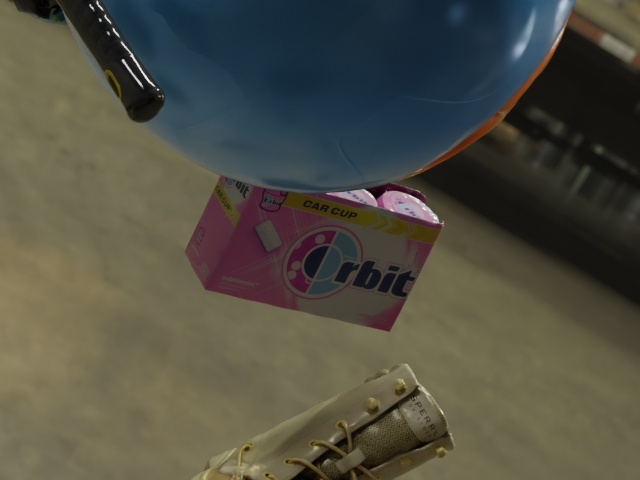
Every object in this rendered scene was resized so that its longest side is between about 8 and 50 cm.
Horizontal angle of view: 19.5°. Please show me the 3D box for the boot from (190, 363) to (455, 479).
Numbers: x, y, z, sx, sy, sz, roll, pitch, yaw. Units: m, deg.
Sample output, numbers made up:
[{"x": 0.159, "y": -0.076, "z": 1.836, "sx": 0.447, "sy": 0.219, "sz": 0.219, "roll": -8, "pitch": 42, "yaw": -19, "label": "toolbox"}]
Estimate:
[{"x": 0.007, "y": 0.184, "z": 1.486, "sx": 0.095, "sy": 0.203, "sz": 0.262, "roll": 63, "pitch": 4, "yaw": -3, "label": "boot"}]

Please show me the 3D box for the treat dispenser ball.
[{"x": -0.001, "y": -0.169, "z": 0.999, "sx": 0.288, "sy": 0.288, "sz": 0.288, "roll": 29, "pitch": 13, "yaw": -8, "label": "treat dispenser ball"}]

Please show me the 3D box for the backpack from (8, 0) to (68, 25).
[{"x": -0.154, "y": -0.333, "z": 1.372, "sx": 0.290, "sy": 0.355, "sz": 0.273, "roll": 11, "pitch": 9, "yaw": 31, "label": "backpack"}]

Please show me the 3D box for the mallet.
[{"x": -0.110, "y": -0.115, "z": 0.691, "sx": 0.039, "sy": 0.062, "sz": 0.189, "roll": -24, "pitch": 73, "yaw": -22, "label": "mallet"}]

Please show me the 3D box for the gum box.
[{"x": 0.000, "y": 0.000, "z": 1.505, "sx": 0.188, "sy": 0.107, "sz": 0.062, "roll": 14, "pitch": 24, "yaw": -30, "label": "gum box"}]
